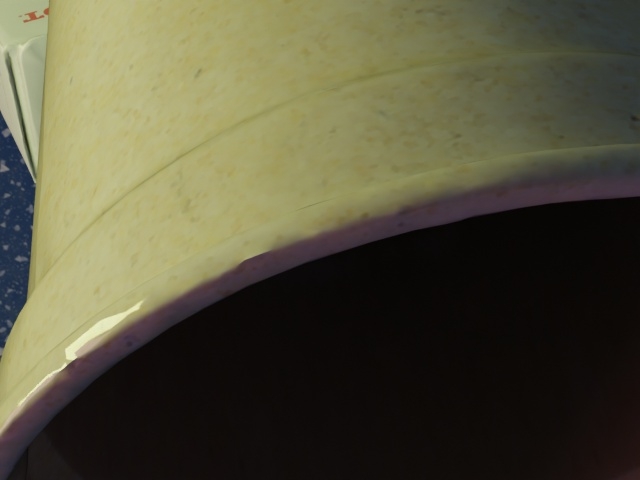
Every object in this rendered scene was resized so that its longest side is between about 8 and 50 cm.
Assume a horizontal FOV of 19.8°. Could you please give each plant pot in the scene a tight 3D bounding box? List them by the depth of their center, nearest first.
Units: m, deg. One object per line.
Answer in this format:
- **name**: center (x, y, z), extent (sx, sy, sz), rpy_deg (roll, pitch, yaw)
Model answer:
- **plant pot**: center (0.027, -0.031, 0.663), extent (0.334, 0.333, 0.305), rpy_deg (91, 170, -52)

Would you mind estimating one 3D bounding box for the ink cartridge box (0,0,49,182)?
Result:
- **ink cartridge box**: center (-0.160, -0.182, 1.373), extent (0.289, 0.211, 0.121), rpy_deg (-123, 22, -51)
